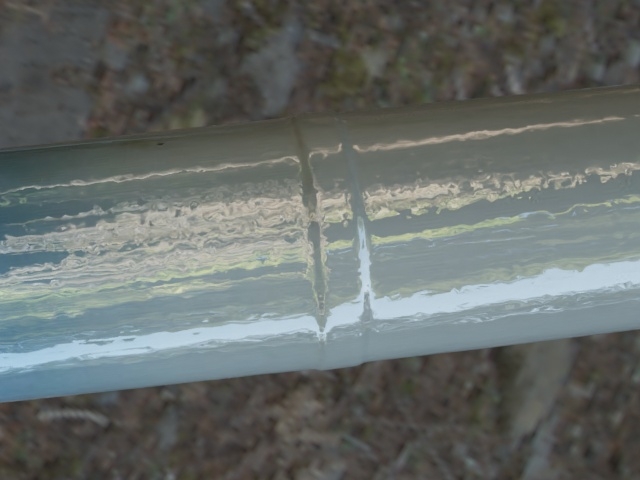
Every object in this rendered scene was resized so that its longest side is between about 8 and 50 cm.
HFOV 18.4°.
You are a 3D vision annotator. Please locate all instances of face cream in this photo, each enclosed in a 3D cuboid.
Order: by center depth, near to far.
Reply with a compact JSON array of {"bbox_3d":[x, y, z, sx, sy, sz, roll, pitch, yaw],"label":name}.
[{"bbox_3d":[0.000,0.000,0.587,0.250,0.077,0.077,-6,115,-7],"label":"face cream"}]
